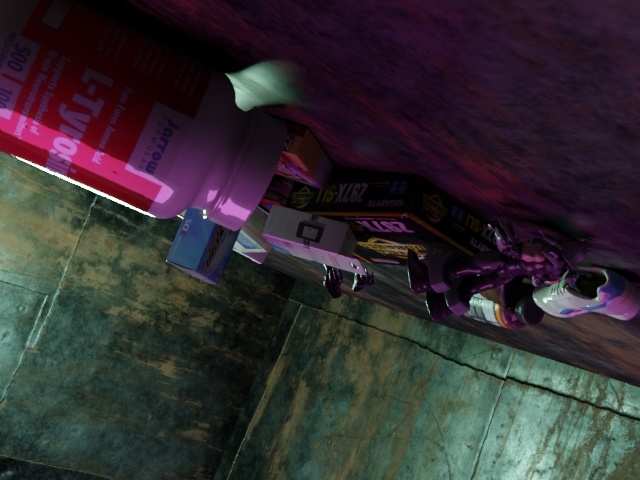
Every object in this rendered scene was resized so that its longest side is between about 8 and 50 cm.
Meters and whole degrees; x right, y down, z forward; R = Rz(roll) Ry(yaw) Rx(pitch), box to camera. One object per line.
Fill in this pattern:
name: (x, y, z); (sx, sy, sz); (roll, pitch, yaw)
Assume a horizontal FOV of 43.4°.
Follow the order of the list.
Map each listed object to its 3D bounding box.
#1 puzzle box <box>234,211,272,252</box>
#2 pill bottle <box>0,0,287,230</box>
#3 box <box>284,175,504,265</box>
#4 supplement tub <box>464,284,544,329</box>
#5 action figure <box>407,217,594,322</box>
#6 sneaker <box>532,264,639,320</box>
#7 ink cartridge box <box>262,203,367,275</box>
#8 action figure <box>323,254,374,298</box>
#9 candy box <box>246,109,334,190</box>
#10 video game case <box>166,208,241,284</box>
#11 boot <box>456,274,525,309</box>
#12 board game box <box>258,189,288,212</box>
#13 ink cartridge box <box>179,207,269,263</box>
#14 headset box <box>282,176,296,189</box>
puzzle box: (-0.277, -0.122, 1.722); (0.409, 0.052, 0.272); (42, 167, -13)
pill bottle: (-0.265, -0.170, 1.098); (0.407, 0.229, 0.229); (24, 172, -16)
box: (0.128, -0.027, 1.434); (0.257, 0.079, 0.322); (30, 163, -38)
supplement tub: (0.412, 0.142, 1.820); (0.106, 0.106, 0.198); (27, 171, -32)
action figure: (0.283, 0.037, 1.253); (0.285, 0.099, 0.185); (-17, 138, 27)
sneaker: (0.450, 0.082, 1.404); (0.092, 0.087, 0.228); (33, 162, -22)
ink cartridge box: (0.000, 0.000, 1.412); (0.180, 0.060, 0.104); (15, 166, 15)
action figure: (0.030, -0.011, 1.728); (0.164, 0.141, 0.276); (-2, -138, -20)
candy box: (-0.054, -0.147, 1.330); (0.109, 0.053, 0.187); (20, 171, 17)
video game case: (-0.180, -0.061, 1.472); (0.061, 0.270, 0.244); (21, 173, 6)
boot: (0.281, 0.036, 1.653); (0.280, 0.096, 0.264); (28, -178, 18)
board game box: (-0.096, -0.077, 2.054); (0.145, 0.027, 0.281); (19, 172, 31)
ink cartridge box: (-0.259, -0.070, 2.070); (0.226, 0.131, 0.306); (30, 178, 19)
headset box: (-0.027, -0.110, 1.587); (0.083, 0.032, 0.062); (19, 173, 17)
